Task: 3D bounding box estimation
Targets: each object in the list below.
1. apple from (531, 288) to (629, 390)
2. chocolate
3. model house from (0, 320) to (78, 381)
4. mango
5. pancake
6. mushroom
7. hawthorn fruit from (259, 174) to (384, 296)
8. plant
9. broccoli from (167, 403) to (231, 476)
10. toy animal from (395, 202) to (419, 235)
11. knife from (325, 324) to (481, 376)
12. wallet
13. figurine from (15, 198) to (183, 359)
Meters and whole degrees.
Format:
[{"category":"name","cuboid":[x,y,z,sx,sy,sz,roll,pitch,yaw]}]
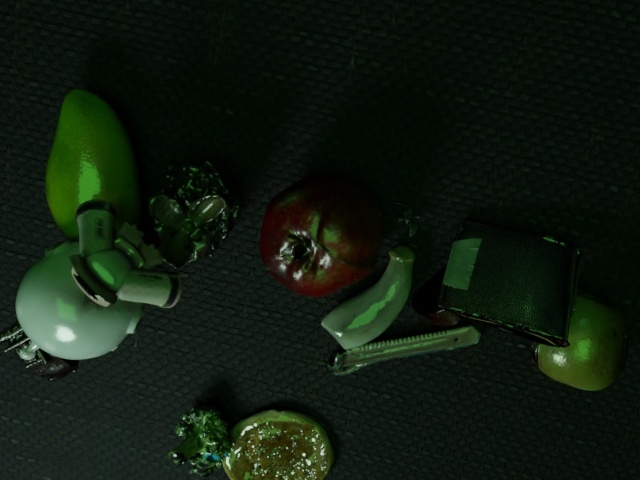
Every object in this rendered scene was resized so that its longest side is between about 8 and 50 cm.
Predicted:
[{"category":"apple","cuboid":[0.552,0.208,1.188,0.207,0.174,0.188,8,108,-14]},{"category":"chocolate","cuboid":[0.284,0.130,1.218,0.149,0.125,0.080,-44,113,10]},{"category":"model house","cuboid":[-0.609,0.232,1.308,0.203,0.141,0.164,-31,90,9]},{"category":"mango","cuboid":[-0.485,-0.144,1.190,0.192,0.156,0.343,-3,101,-5]},{"category":"pancake","cuboid":[-0.108,0.533,1.388,0.283,0.049,0.282,0,103,2]},{"category":"mushroom","cuboid":[0.124,0.133,1.238,0.270,0.103,0.118,-45,81,8]},{"category":"hawthorn fruit","cuboid":[0.000,0.000,1.108,0.254,0.300,0.254,2,105,8]},{"category":"plant","cuboid":[-0.260,-0.060,1.146,0.178,0.234,0.204,36,87,-2]},{"category":"broccoli","cuboid":[-0.291,0.480,1.331,0.154,0.160,0.167,40,118,11]},{"category":"toy animal","cuboid":[0.193,-0.047,1.216,0.028,0.050,0.084,-36,65,36]},{"category":"knife","cuboid":[0.185,0.248,1.292,0.365,0.043,0.089,-13,136,6]},{"category":"wallet","cuboid":[0.389,0.082,1.151,0.262,0.071,0.221,17,66,8]},{"category":"figurine","cuboid":[-0.470,0.097,1.119,0.361,0.211,0.253,-35,87,40]}]
